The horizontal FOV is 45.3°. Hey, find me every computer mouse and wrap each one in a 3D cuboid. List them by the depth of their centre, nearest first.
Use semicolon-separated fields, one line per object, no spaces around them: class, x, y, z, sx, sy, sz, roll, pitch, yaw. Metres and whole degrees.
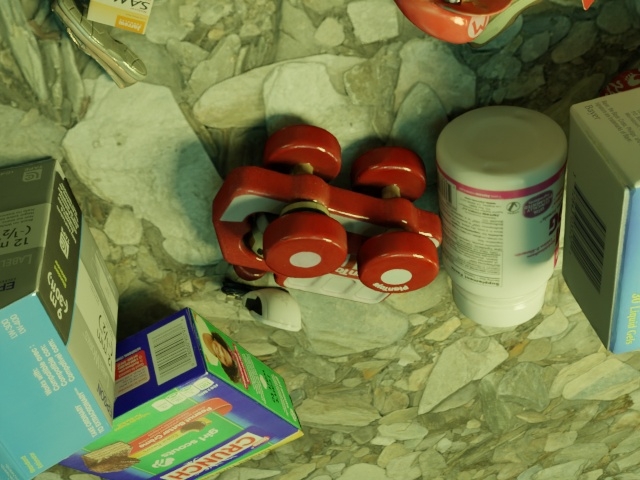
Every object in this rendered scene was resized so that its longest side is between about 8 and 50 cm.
computer mouse;-0.068;0.083;1.049;0.106;0.193;0.042;17;91;-21

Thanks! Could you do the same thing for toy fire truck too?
toy fire truck;0.000;0.000;1.006;0.302;0.169;0.254;11;145;-22

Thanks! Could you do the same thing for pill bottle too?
pill bottle;0.241;-0.024;1.033;0.160;0.160;0.283;-14;133;-3

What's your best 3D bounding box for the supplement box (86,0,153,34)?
supplement box;-0.199;-0.269;0.785;0.062;0.036;0.098;10;128;-22

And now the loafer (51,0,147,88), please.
loafer;-0.243;-0.208;0.824;0.039;0.045;0.125;-30;134;21

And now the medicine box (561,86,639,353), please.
medicine box;0.433;-0.041;0.846;0.289;0.149;0.263;-15;132;0

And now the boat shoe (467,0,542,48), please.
boat shoe;0.223;-0.300;0.853;0.190;0.068;0.072;-40;117;20

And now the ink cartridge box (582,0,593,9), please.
ink cartridge box;0.309;-0.373;0.762;0.181;0.056;0.224;-47;131;-15

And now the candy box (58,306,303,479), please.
candy box;-0.217;0.258;1.148;0.268;0.122;0.317;-28;146;9

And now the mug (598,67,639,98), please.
mug;0.450;-0.140;0.979;0.150;0.169;0.113;-6;131;-11

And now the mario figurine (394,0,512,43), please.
mario figurine;0.143;-0.337;0.721;0.198;0.170;0.320;-2;129;10

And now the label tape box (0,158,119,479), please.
label tape box;-0.321;0.110;0.876;0.115;0.347;0.249;-13;133;-4
